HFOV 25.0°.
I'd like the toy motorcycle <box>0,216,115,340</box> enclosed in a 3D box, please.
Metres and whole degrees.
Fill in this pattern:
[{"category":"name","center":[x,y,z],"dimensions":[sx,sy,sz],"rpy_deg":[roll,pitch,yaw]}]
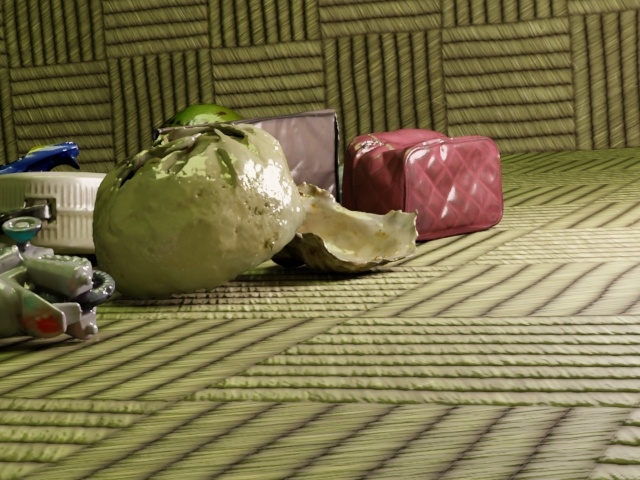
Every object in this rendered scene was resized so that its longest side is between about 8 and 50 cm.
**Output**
[{"category":"toy motorcycle","center":[-0.332,0.057,1.352],"dimensions":[0.260,0.110,0.171],"rpy_deg":[5,25,18]}]

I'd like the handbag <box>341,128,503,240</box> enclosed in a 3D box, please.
[{"category":"handbag","center":[0.139,-0.076,1.977],"dimensions":[0.225,0.146,0.135],"rpy_deg":[-10,14,-42]}]

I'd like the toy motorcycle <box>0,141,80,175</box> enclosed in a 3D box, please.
[{"category":"toy motorcycle","center":[-0.508,-0.068,2.150],"dimensions":[0.315,0.169,0.113],"rpy_deg":[-13,-13,-6]}]

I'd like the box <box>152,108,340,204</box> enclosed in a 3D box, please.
[{"category":"box","center":[-0.097,-0.087,2.055],"dimensions":[0.153,0.188,0.252],"rpy_deg":[0,6,38]}]

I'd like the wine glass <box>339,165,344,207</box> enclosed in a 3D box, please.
[{"category":"wine glass","center":[0.053,-0.069,2.198],"dimensions":[0.093,0.093,0.202],"rpy_deg":[-9,10,-33]}]

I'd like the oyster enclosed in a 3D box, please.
[{"category":"oyster","center":[0.005,-0.004,1.712],"dimensions":[0.161,0.107,0.233],"rpy_deg":[-4,22,-42]}]

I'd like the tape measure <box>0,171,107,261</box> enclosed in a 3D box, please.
[{"category":"tape measure","center":[-0.373,-0.022,1.954],"dimensions":[0.231,0.133,0.271],"rpy_deg":[0,0,-40]}]

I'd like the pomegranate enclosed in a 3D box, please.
[{"category":"pomegranate","center":[-0.193,-0.104,2.347],"dimensions":[0.211,0.211,0.263],"rpy_deg":[1,42,40]}]

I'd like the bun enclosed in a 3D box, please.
[{"category":"bun","center":[-0.146,-0.045,1.604],"dimensions":[0.259,0.152,0.259],"rpy_deg":[-18,20,7]}]
